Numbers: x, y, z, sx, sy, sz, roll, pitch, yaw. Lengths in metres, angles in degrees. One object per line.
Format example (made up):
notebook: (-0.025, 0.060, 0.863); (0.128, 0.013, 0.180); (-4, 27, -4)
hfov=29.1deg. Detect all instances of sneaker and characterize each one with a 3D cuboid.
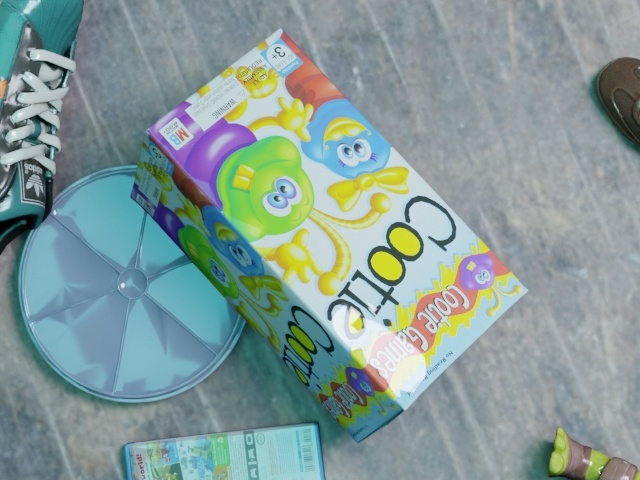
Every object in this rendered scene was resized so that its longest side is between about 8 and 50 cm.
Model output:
sneaker: (-0.256, -0.078, 1.015); (0.121, 0.108, 0.302); (30, 97, 25)
sneaker: (0.307, -0.085, 1.002); (0.188, 0.071, 0.066); (42, 90, 5)

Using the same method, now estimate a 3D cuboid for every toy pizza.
toy pizza: (-0.156, 0.036, 1.050); (0.201, 0.032, 0.201); (0, 88, 5)

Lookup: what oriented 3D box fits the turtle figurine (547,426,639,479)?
turtle figurine: (0.288, 0.211, 0.978); (0.217, 0.087, 0.270); (11, 96, 12)

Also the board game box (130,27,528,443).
board game box: (0.000, 0.000, 0.964); (0.144, 0.142, 0.275); (-41, 85, -22)

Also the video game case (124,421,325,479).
video game case: (-0.077, 0.221, 1.041); (0.166, 0.015, 0.119); (-7, 87, 4)
